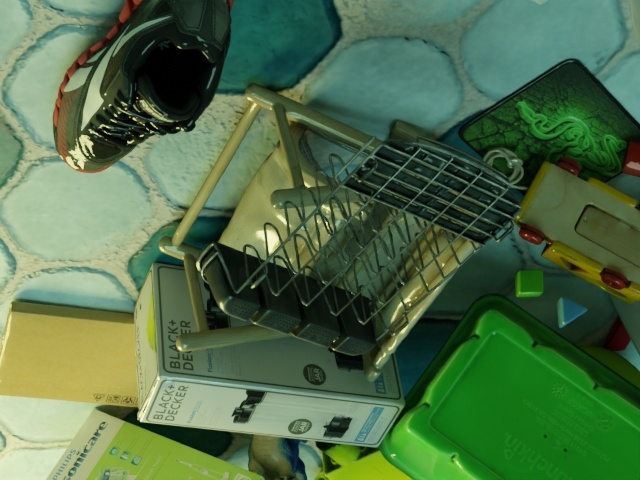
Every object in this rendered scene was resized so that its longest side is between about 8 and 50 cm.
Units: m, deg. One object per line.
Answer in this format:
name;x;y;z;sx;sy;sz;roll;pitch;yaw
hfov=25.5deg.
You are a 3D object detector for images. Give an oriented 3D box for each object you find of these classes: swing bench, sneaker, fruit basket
swing bench;0.000;0.000;1.486;0.255;0.165;0.253;10;134;-28
sneaker;-0.170;-0.140;1.318;0.097;0.135;0.276;20;132;-31
fruit basket;0.287;0.239;1.676;0.283;0.392;0.392;-54;131;-5

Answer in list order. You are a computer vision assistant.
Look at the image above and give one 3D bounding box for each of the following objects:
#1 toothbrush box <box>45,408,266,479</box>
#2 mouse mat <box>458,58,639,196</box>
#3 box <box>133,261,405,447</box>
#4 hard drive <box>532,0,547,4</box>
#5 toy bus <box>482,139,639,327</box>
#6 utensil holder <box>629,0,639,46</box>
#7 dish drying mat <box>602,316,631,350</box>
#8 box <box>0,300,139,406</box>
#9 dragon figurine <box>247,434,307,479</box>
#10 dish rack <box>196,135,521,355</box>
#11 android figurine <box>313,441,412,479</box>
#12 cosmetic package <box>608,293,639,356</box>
toothbrush box;-0.170;0.346;1.762;0.283;0.122;0.206;17;152;34
mouse mat;0.258;-0.107;1.522;0.152;0.007;0.190;-33;134;24
box;-0.062;0.132;1.613;0.290;0.169;0.087;10;135;-18
hard drive;0.126;-0.356;1.193;0.353;0.047;0.233;21;130;-28
toy bus;0.284;-0.012;1.544;0.191;0.202;0.104;-14;169;-5
utensil holder;0.519;-0.219;1.214;0.385;0.327;0.327;16;133;-29
dish drying mat;0.384;0.113;1.786;0.032;0.008;0.083;2;137;-13
box;-0.282;0.139;1.692;0.201;0.021;0.164;8;136;-17
dragon figurine;-0.049;0.263;1.809;0.085;0.144;0.289;-2;150;14
dish rack;0.042;-0.002;1.313;0.208;0.074;0.271;20;128;-37
android figurine;0.117;0.311;1.928;0.248;0.056;0.273;-27;134;19
cosmetic package;0.500;0.156;1.509;0.230;0.453;0.161;16;124;-26
